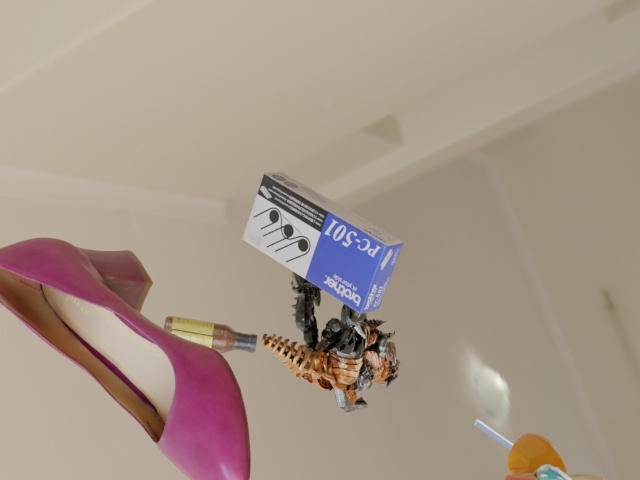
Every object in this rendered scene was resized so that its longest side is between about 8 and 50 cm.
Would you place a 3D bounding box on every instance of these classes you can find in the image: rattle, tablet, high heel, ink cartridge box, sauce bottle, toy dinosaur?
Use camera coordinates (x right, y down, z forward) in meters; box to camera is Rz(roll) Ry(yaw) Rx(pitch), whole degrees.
[{"bbox_3d":[0.207,0.209,1.066,0.199,0.130,0.143,45,-137,-44],"label":"rattle"},{"bbox_3d":[0.246,0.270,1.533,0.083,0.006,0.054,33,169,13],"label":"tablet"},{"bbox_3d":[-0.215,0.130,1.134,0.181,0.127,0.377,1,-150,-38],"label":"high heel"},{"bbox_3d":[0.000,0.000,1.430,0.207,0.097,0.046,31,-158,30],"label":"ink cartridge box"},{"bbox_3d":[-0.150,0.132,1.533,0.042,0.128,0.042,-168,90,-85],"label":"sauce bottle"},{"bbox_3d":[0.032,0.157,1.748,0.322,0.164,0.219,25,-116,-73],"label":"toy dinosaur"}]
